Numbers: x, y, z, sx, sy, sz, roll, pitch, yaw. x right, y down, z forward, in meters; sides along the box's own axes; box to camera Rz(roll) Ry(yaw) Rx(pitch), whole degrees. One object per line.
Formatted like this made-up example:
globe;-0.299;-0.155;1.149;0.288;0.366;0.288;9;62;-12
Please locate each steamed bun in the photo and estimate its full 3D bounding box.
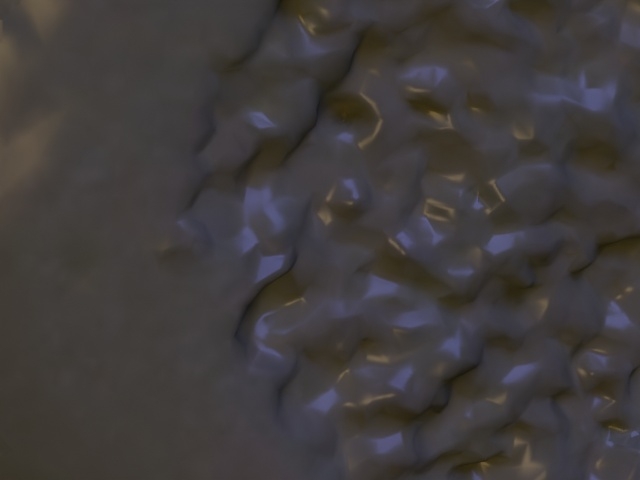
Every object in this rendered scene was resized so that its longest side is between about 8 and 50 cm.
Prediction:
steamed bun;0.000;0.000;0.594;0.456;0.290;0.371;4;10;-19
